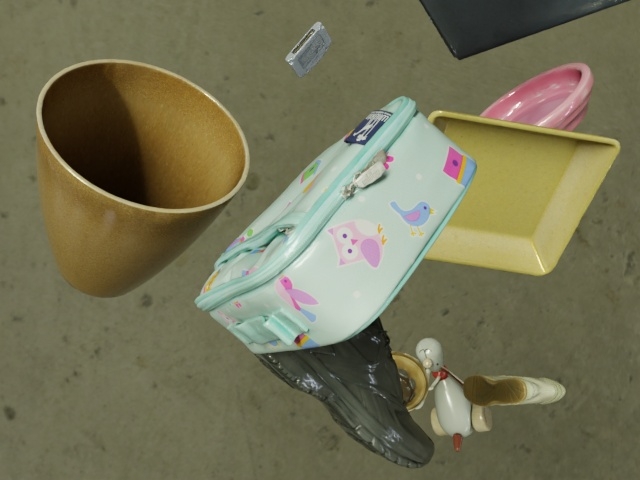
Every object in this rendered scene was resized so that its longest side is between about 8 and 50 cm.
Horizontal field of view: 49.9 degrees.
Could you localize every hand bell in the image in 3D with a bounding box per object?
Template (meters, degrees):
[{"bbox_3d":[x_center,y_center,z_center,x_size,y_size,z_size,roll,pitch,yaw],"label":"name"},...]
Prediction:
[{"bbox_3d":[0.145,0.337,1.402,0.126,0.126,0.242,28,150,19],"label":"hand bell"}]

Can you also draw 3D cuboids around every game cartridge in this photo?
[{"bbox_3d":[-0.018,-0.309,1.123,0.083,0.056,0.017,-49,56,-3],"label":"game cartridge"}]

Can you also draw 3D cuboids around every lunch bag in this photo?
[{"bbox_3d":[0.000,0.000,0.623,0.108,0.224,0.279,45,155,-7],"label":"lunch bag"}]

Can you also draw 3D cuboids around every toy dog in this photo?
[{"bbox_3d":[0.338,0.442,1.883,0.334,0.161,0.220,43,122,-11],"label":"toy dog"}]

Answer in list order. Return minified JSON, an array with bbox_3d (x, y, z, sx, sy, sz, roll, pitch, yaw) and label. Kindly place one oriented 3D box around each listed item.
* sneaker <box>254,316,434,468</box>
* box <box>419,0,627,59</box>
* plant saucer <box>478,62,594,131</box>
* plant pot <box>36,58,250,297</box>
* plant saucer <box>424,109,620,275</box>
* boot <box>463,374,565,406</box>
[{"bbox_3d":[0.050,0.161,0.812,0.286,0.109,0.130,45,74,-21],"label":"sneaker"},{"bbox_3d":[0.509,-0.714,1.544,0.480,0.471,0.297,-9,132,45],"label":"box"},{"bbox_3d":[0.489,-0.282,1.607,0.332,0.332,0.084,-31,110,26],"label":"plant saucer"},{"bbox_3d":[-0.245,-0.047,0.847,0.237,0.237,0.254,47,132,12],"label":"plant pot"},{"bbox_3d":[0.319,-0.095,1.269,0.333,0.081,0.332,9,133,-4],"label":"plant saucer"},{"bbox_3d":[0.480,0.375,1.719,0.213,0.165,0.077,-17,70,56],"label":"boot"}]
